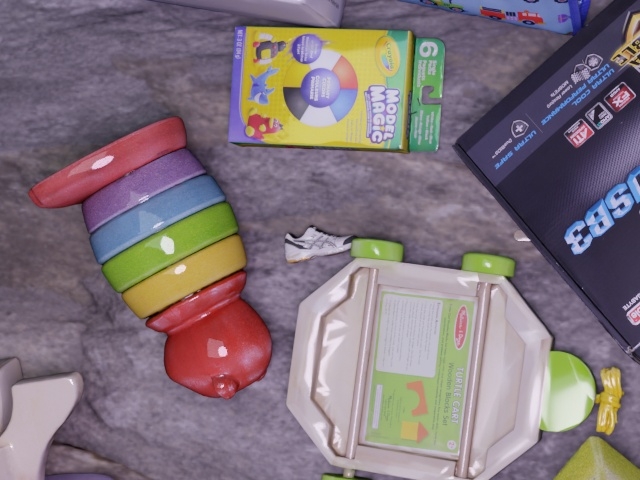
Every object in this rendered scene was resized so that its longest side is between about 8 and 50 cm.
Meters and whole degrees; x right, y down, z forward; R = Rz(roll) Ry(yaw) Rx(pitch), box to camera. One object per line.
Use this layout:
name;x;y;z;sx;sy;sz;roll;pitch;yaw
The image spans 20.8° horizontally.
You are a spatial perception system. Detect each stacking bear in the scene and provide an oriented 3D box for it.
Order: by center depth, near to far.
stacking bear;-0.151;0.032;1.832;0.164;0.175;0.289;-28;90;18

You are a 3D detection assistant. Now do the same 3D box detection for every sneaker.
sneaker;0.000;0.000;1.852;0.083;0.032;0.037;-11;84;13

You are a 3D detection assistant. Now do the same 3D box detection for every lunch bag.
lunch bag;0.152;-0.307;1.698;0.220;0.293;0.138;14;90;15

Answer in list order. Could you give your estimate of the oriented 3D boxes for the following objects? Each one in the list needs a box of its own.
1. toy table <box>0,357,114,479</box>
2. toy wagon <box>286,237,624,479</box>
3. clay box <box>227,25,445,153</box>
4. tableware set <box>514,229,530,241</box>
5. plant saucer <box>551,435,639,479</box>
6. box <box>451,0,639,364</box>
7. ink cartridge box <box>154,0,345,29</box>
toy table;-0.360;0.233;1.834;0.274;0.252;0.161;-12;100;2
toy wagon;0.139;0.144;1.792;0.344;0.068;0.267;7;89;14
clay box;0.017;-0.160;1.847;0.222;0.053;0.128;3;88;15
tableware set;0.297;-0.047;1.779;0.194;0.039;0.128;5;76;9
plant saucer;0.283;0.322;1.722;0.188;0.045;0.188;38;97;-8
box;0.327;-0.081;1.685;0.295;0.073;0.293;-41;61;8
ink cartridge box;-0.093;-0.446;1.833;0.285;0.166;0.395;11;89;14
